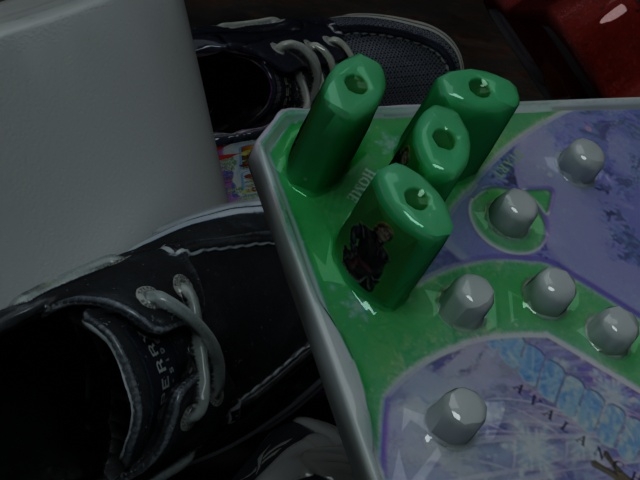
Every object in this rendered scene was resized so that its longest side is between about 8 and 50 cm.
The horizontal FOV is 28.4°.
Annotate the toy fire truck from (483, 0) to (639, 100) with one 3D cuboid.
[{"bbox_3d":[0.199,-0.018,0.678,0.169,0.302,0.254,-35,10,8],"label":"toy fire truck"}]

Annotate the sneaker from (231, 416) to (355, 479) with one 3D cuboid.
[{"bbox_3d":[-0.075,0.123,0.446,0.153,0.094,0.235,17,32,3],"label":"sneaker"}]

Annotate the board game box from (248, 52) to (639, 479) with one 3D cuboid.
[{"bbox_3d":[0.213,0.097,0.379,0.390,0.050,0.389,-5,58,-26],"label":"board game box"}]

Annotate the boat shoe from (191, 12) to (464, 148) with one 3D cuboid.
[{"bbox_3d":[-0.018,-0.113,0.985,0.341,0.127,0.158,-11,9,-19],"label":"boat shoe"}]

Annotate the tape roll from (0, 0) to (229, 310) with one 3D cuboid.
[{"bbox_3d":[-0.177,-0.045,0.659,0.246,0.169,0.246,-9,24,4],"label":"tape roll"}]

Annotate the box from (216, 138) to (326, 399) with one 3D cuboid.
[{"bbox_3d":[0.000,0.000,0.765,0.201,0.057,0.293,-10,23,0],"label":"box"}]

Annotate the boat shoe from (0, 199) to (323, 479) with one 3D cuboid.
[{"bbox_3d":[-0.084,0.054,0.520,0.301,0.108,0.102,-19,2,-28],"label":"boat shoe"}]
